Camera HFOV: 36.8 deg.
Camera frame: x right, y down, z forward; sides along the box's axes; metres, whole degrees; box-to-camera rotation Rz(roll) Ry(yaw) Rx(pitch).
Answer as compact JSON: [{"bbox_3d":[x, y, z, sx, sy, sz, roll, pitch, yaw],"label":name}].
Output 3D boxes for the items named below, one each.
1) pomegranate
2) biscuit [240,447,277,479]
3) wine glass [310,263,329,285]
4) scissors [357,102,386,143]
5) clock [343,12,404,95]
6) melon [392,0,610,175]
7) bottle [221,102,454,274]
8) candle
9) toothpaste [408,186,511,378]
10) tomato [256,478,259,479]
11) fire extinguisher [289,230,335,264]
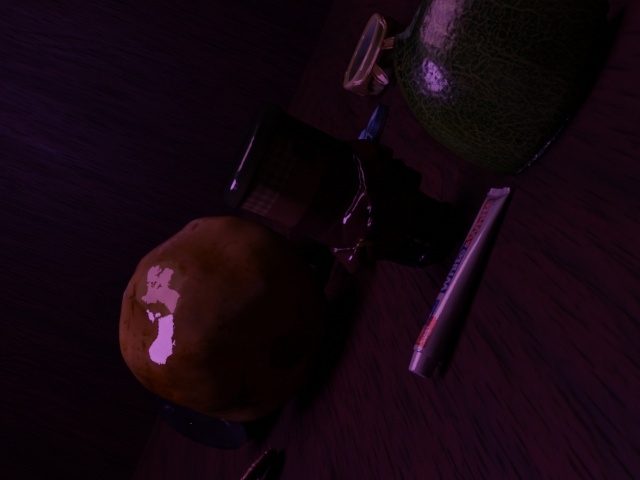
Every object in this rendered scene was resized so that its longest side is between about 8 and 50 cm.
[{"bbox_3d":[-0.151,0.123,1.521,0.332,0.333,0.332,-158,90,-80],"label":"pomegranate"},{"bbox_3d":[-0.110,0.380,1.543,0.120,0.015,0.120,-48,-14,-16],"label":"biscuit"},{"bbox_3d":[0.000,0.000,1.780,0.066,0.066,0.198,127,161,-55],"label":"wine glass"},{"bbox_3d":[0.082,-0.156,1.756,0.256,0.030,0.125,-79,15,-57],"label":"scissors"},{"bbox_3d":[0.114,-0.366,1.925,0.232,0.069,0.170,-115,48,-75],"label":"clock"},{"bbox_3d":[0.156,-0.160,0.994,0.265,0.169,0.129,131,157,-66],"label":"melon"},{"bbox_3d":[0.028,-0.048,1.126,0.156,0.271,0.143,-68,11,-8],"label":"bottle"},{"bbox_3d":[-0.165,0.196,1.796,0.221,0.221,0.342,-55,13,53],"label":"candle"},{"bbox_3d":[0.148,0.042,1.015,0.218,0.033,0.052,-65,14,-7],"label":"toothpaste"},{"bbox_3d":[-0.075,0.406,1.173,0.199,0.112,0.228,-55,14,23],"label":"tomato"},{"bbox_3d":[0.022,-0.009,1.545,0.141,0.105,0.341,-70,13,-19],"label":"fire extinguisher"}]
